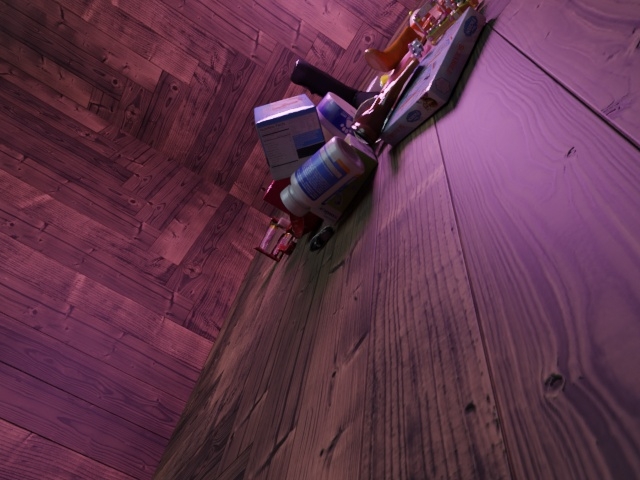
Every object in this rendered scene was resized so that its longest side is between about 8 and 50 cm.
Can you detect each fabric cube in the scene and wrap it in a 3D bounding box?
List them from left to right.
[{"bbox_3d":[-0.068,-0.269,2.091,0.259,0.258,0.254,-45,16,51],"label":"fabric cube"}]

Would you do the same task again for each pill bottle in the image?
[{"bbox_3d":[-0.001,-0.202,1.503,0.272,0.152,0.152,-37,19,23],"label":"pill bottle"}]

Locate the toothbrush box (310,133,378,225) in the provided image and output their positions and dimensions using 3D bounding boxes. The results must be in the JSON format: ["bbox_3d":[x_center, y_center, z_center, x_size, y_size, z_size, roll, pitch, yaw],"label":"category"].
[{"bbox_3d":[0.077,-0.228,1.676,0.283,0.122,0.206,-54,13,20],"label":"toothbrush box"}]

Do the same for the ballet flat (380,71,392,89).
[{"bbox_3d":[0.321,-0.723,2.032,0.077,0.077,0.231,-37,11,30],"label":"ballet flat"}]

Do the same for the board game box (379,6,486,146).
[{"bbox_3d":[0.327,-0.477,1.367,0.317,0.066,0.319,-62,10,-17],"label":"board game box"}]

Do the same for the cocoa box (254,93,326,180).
[{"bbox_3d":[-0.118,-0.413,1.769,0.232,0.227,0.347,-17,26,-1],"label":"cocoa box"}]

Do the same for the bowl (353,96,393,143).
[{"bbox_3d":[0.209,-0.426,1.654,0.170,0.080,0.169,-5,82,37],"label":"bowl"}]

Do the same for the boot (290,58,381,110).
[{"bbox_3d":[0.080,-0.705,2.097,0.146,0.446,0.367,-59,11,0],"label":"boot"}]

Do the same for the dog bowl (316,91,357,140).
[{"bbox_3d":[0.104,-0.495,1.894,0.104,0.265,0.264,-49,13,22],"label":"dog bowl"}]

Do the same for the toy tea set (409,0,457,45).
[{"bbox_3d":[0.466,-0.980,1.960,0.199,0.124,0.336,-63,11,-22],"label":"toy tea set"}]

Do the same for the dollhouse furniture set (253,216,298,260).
[{"bbox_3d":[-0.214,-0.015,2.340,0.201,0.152,0.374,-61,11,-11],"label":"dollhouse furniture set"}]

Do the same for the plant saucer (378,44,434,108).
[{"bbox_3d":[0.314,-0.600,1.723,0.332,0.084,0.332,-56,12,18],"label":"plant saucer"}]

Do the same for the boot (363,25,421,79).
[{"bbox_3d":[0.302,-0.777,1.844,0.104,0.295,0.211,32,99,35],"label":"boot"}]

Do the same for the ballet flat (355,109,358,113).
[{"bbox_3d":[0.202,-0.516,1.847,0.077,0.091,0.241,-53,-6,22],"label":"ballet flat"}]

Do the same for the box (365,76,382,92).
[{"bbox_3d":[0.277,-0.735,2.248,0.101,0.087,0.102,-59,11,-3],"label":"box"}]

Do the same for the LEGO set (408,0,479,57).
[{"bbox_3d":[0.387,-0.717,1.431,0.287,0.107,0.132,-43,4,-4],"label":"LEGO set"}]

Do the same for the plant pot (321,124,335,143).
[{"bbox_3d":[0.051,-0.470,2.194,0.284,0.284,0.190,-55,46,22],"label":"plant pot"}]

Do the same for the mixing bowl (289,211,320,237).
[{"bbox_3d":[-0.062,-0.108,1.960,0.181,0.098,0.181,172,90,-68],"label":"mixing bowl"}]

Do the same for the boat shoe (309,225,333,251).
[{"bbox_3d":[0.000,0.000,1.617,0.125,0.046,0.038,-45,11,25],"label":"boat shoe"}]

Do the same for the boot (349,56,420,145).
[{"bbox_3d":[0.222,-0.441,1.432,0.280,0.096,0.264,-48,5,24],"label":"boot"}]
